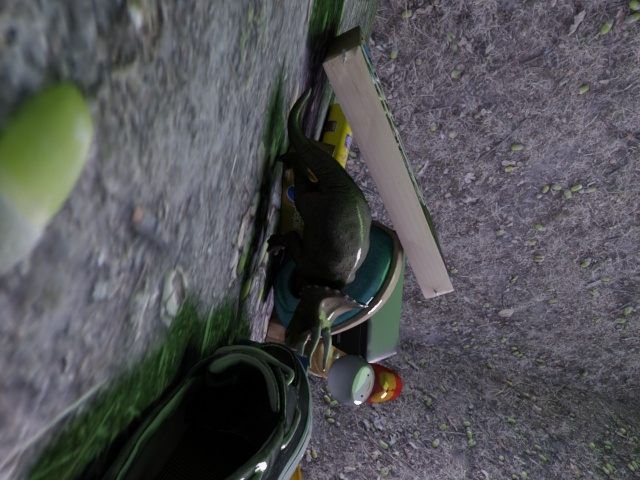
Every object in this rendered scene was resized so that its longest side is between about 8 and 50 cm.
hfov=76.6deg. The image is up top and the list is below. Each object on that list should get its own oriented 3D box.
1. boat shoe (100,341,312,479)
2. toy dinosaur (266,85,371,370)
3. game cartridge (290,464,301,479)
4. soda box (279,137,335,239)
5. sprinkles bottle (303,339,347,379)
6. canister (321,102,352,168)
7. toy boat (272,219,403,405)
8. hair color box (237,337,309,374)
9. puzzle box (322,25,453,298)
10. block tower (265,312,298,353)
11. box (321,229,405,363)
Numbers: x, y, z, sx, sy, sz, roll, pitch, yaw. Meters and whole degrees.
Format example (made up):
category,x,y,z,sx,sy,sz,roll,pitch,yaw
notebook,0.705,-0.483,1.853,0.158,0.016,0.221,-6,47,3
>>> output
category,x,y,z,sx,sy,sz,roll,pitch,yaw
boat shoe,-0.063,0.150,0.340,0.335,0.121,0.119,-60,166,-79
toy dinosaur,0.011,-0.016,0.493,0.121,0.160,0.313,-11,125,-36
game cartridge,-0.088,0.504,0.625,0.324,0.053,0.285,-167,-85,-81
soda box,-0.024,-0.070,0.629,0.181,0.061,0.058,102,4,-56
sprinkles bottle,-0.021,0.302,1.103,0.355,0.121,0.121,152,-44,-67
canister,0.035,-0.221,0.965,0.126,0.074,0.169,93,11,-80
toy boat,0.033,0.107,0.659,0.268,0.148,0.318,-37,-128,22
hair color box,-0.109,0.324,0.547,0.174,0.105,0.347,106,0,-67
puzzle box,0.120,-0.137,0.684,0.408,0.052,0.272,61,20,-28
block tower,-0.105,0.340,0.959,0.091,0.097,0.335,-65,170,-78
box,0.075,0.099,0.861,0.184,0.103,0.261,19,-70,52
